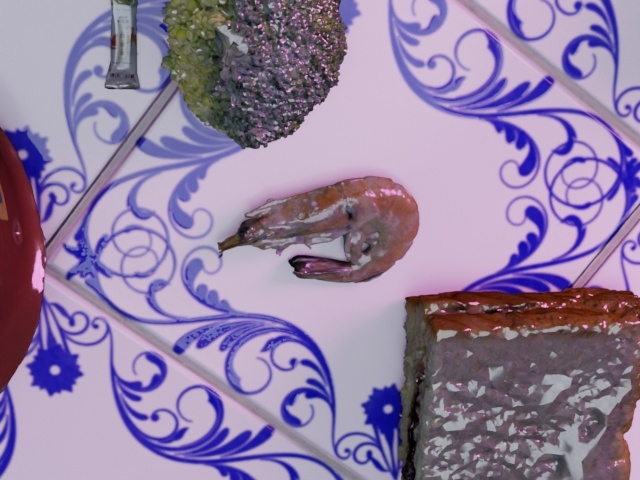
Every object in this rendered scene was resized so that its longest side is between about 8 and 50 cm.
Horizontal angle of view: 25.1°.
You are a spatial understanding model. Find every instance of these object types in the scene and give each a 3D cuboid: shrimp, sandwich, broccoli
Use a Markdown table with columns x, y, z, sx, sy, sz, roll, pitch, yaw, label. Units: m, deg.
| x | y | z | sx | sy | sz | roll | pitch | yaw | label |
| --- | --- | --- | --- | --- | --- | --- | --- | --- | --- |
| 0.000 | 0.000 | 1.557 | 0.223 | 0.047 | 0.126 | -13 | 117 | -3 | shrimp |
| 0.221 | 0.215 | 1.597 | 0.262 | 0.131 | 0.326 | -1 | 108 | -7 | sandwich |
| -0.064 | -0.198 | 1.429 | 0.198 | 0.226 | 0.176 | -42 | 88 | -17 | broccoli |

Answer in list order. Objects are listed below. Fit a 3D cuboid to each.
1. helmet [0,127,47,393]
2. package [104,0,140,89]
| x | y | z | sx | sy | sz | roll | pitch | yaw | label |
| --- | --- | --- | --- | --- | --- | --- | --- | --- | --- |
| -0.445 | -0.008 | 1.346 | 0.337 | 0.230 | 0.385 | -23 | 80 | -5 | helmet |
| -0.205 | -0.210 | 1.486 | 0.037 | 0.015 | 0.110 | -1 | 108 | -11 | package |
